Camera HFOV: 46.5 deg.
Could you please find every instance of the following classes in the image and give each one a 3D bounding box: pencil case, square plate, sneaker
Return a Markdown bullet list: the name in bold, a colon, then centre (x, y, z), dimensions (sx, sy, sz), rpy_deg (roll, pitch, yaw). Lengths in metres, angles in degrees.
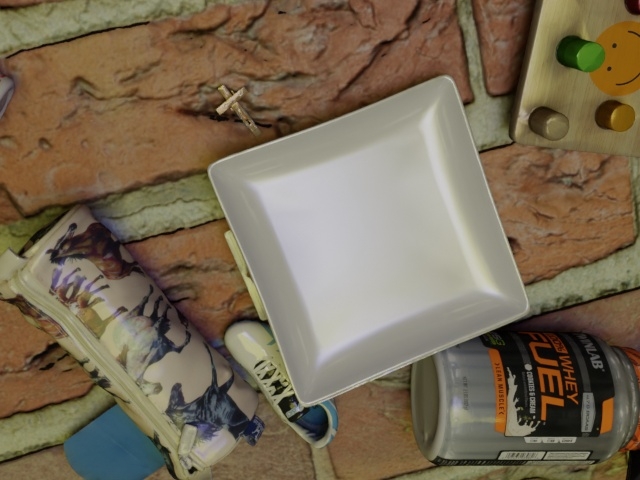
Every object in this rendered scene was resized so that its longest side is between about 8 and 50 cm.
- **pencil case**: centre (-0.253, 0.141, 0.994), dimensions (0.160, 0.183, 0.410), rpy_deg (-36, 109, 7)
- **square plate**: centre (0.071, 0.001, 0.992), dimensions (0.344, 0.049, 0.347), rpy_deg (-22, 98, -6)
- **sneaker**: centre (-0.052, 0.209, 1.093), dimensions (0.085, 0.086, 0.237), rpy_deg (-37, 108, 9)

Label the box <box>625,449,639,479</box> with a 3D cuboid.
- **box**: centre (0.522, 0.286, 1.080), dimensions (0.093, 0.156, 0.158), rpy_deg (21, 131, 13)

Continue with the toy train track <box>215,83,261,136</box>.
- **toy train track**: centre (-0.107, -0.172, 0.987), dimensions (0.048, 0.014, 0.083), rpy_deg (-39, 115, 0)

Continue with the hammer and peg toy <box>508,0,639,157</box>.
- **hammer and peg toy**: centre (0.402, -0.285, 0.942), dimensions (0.266, 0.127, 0.361), rpy_deg (6, 109, -9)

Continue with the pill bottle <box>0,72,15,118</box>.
- **pill bottle**: centre (-0.463, -0.197, 0.897), dimensions (0.160, 0.087, 0.087), rpy_deg (30, 104, -15)

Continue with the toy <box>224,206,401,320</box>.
- **toy**: centre (0.000, 0.000, 1.038), dimensions (0.237, 0.056, 0.136), rpy_deg (-22, 105, -4)

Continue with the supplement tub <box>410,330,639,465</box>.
- **supplement tub**: centre (0.303, 0.228, 1.083), dimensions (0.316, 0.193, 0.193), rpy_deg (1, 110, -8)

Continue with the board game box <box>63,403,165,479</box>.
- **board game box**: centre (-0.297, 0.304, 1.129), dimensions (0.169, 0.033, 0.133), rpy_deg (-36, 116, 11)
